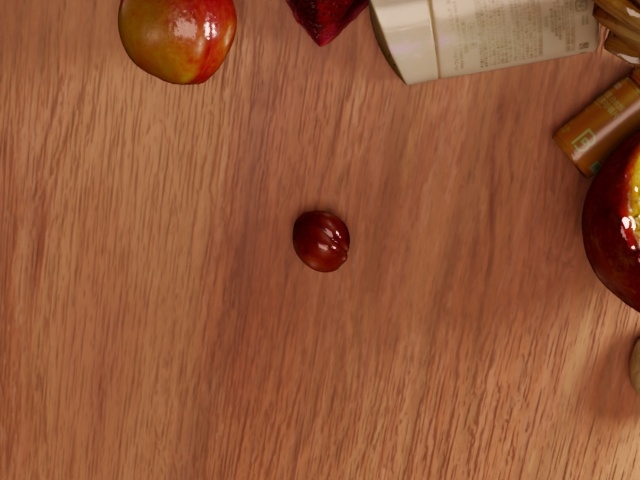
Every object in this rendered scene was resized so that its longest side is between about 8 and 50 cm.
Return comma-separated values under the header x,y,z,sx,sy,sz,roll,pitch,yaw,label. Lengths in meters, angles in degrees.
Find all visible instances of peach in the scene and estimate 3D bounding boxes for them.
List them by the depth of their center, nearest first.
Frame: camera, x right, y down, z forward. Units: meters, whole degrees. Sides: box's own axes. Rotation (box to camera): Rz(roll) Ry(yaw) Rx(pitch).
x,y,z,sx,sy,sz,roll,pitch,yaw,label
-0.215,-0.346,1.789,0.197,0.197,0.197,0,109,0,peach
0.602,-0.035,1.817,0.406,0.310,0.335,-33,72,-14,peach
-0.001,0.000,1.959,0.101,0.101,0.100,0,109,0,peach

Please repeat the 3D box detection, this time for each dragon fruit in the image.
x,y,z,sx,sy,sz,roll,pitch,yaw,label
0.027,-0.446,1.784,0.211,0.262,0.134,-28,65,-13,dragon fruit

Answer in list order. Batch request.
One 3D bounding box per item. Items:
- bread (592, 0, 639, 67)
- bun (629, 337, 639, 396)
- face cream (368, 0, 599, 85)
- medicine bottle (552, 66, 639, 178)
x,y,z,sx,sy,sz,roll,pitch,yaw,label
0.582,-0.366,1.735,0.370,0.191,0.314,27,72,-2,bread
0.628,0.216,2.027,0.188,0.111,0.164,-24,105,11,bun
0.257,-0.343,1.839,0.348,0.081,0.173,-11,126,4,face cream
0.476,-0.193,1.891,0.192,0.096,0.096,-40,105,13,medicine bottle
